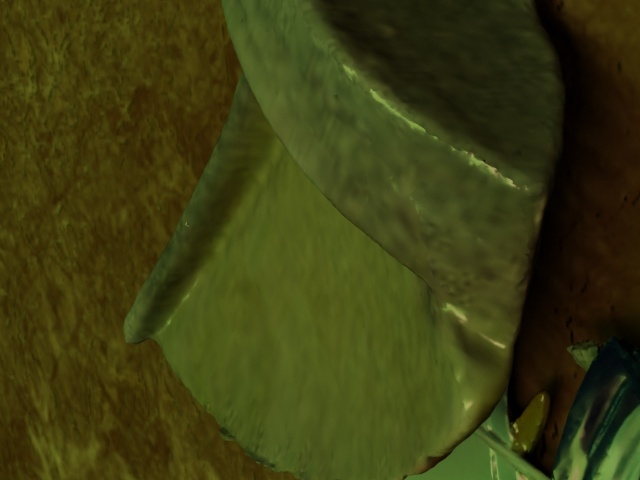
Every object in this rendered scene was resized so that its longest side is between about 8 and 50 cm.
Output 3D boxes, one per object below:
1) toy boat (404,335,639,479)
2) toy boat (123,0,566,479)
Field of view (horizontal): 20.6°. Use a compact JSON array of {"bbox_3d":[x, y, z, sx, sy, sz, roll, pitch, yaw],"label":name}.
[{"bbox_3d":[0.055,0.110,0.792,0.291,0.067,0.220,31,122,43],"label":"toy boat"},{"bbox_3d":[0.013,-0.012,0.765,0.276,0.111,0.293,48,137,48],"label":"toy boat"}]
